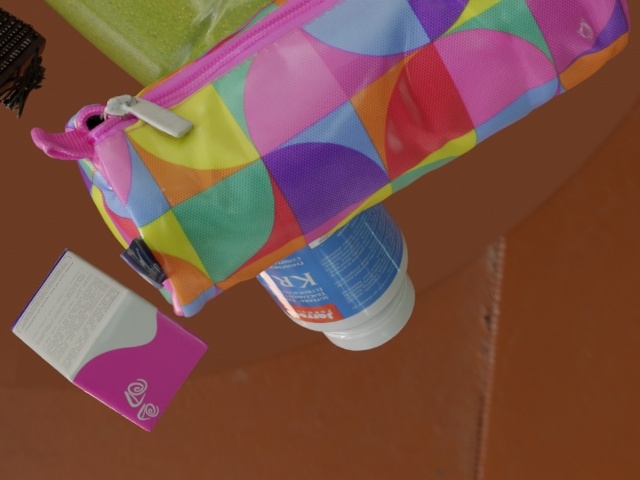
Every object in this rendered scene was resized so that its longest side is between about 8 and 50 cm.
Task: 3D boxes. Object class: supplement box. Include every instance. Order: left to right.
[{"bbox_3d":[-0.223,0.100,1.861,0.111,0.220,0.114,37,83,-26],"label":"supplement box"}]

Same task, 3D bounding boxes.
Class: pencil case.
[{"bbox_3d":[0.009,-0.062,0.727,0.236,0.104,0.104,-31,109,-7],"label":"pencil case"}]

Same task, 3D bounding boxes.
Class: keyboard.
[{"bbox_3d":[-0.296,-0.173,1.656,0.100,0.192,0.038,36,117,-7],"label":"keyboard"}]

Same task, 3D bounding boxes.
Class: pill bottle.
[{"bbox_3d":[0.000,0.000,1.483,0.124,0.124,0.221,-33,138,3],"label":"pill bottle"}]

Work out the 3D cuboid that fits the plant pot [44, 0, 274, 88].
[{"bbox_3d":[-0.088,-0.279,0.963,0.353,0.366,0.366,33,100,-9],"label":"plant pot"}]
